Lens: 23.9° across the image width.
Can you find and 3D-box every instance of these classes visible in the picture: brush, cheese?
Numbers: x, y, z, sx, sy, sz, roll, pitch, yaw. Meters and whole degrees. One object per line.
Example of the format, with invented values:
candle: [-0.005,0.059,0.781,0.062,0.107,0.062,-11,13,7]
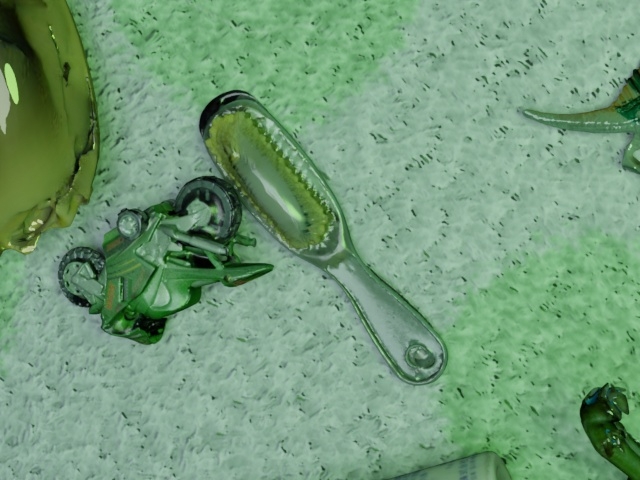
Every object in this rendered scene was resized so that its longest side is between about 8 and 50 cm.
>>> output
brush: [0.000,0.000,1.224,0.068,0.060,0.297,-40,88,10]
cheese: [-0.305,-0.130,1.240,0.259,0.128,0.316,-39,82,20]

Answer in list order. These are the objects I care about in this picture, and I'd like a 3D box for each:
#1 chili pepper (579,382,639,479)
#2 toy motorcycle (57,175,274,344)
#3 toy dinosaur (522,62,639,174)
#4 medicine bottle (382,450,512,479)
chili pepper: [0.289,0.201,1.141,0.261,0.165,0.174,48,121,-1]
toy motorcycle: [-0.133,0.024,1.244,0.190,0.074,0.106,-28,86,25]
toy dinosaur: [0.265,-0.104,1.174,0.187,0.044,0.106,28,88,19]
medicine bottle: [-0.003,0.276,1.222,0.341,0.130,0.130,-18,93,12]
